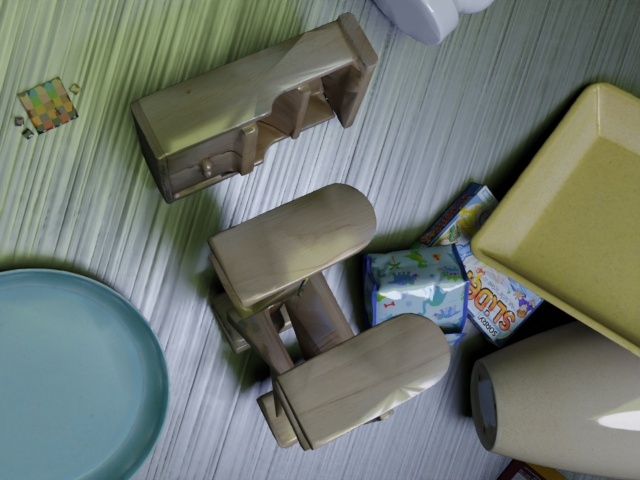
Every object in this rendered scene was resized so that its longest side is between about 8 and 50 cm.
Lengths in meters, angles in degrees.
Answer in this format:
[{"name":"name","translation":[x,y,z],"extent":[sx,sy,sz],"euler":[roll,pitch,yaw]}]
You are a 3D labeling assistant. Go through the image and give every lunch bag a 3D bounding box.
[{"name":"lunch bag","translation":[0.123,0.090,1.066],"extent":[0.129,0.096,0.151],"euler":[-5,132,-3]}]

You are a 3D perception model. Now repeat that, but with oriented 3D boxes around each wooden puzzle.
[{"name":"wooden puzzle","translation":[-0.305,-0.150,0.907],"extent":[0.083,0.006,0.049],"euler":[-27,110,-13]}]

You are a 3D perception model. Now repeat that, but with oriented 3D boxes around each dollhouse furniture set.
[{"name":"dollhouse furniture set","translation":[0.000,0.000,0.880],"extent":[0.257,0.362,0.394],"euler":[-26,80,-12]}]

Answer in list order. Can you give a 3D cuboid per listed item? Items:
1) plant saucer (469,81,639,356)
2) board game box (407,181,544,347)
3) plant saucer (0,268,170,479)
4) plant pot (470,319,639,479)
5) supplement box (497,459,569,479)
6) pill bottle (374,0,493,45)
[{"name":"plant saucer","translation":[0.422,-0.010,1.078],"extent":[0.333,0.081,0.332],"euler":[33,73,20]},{"name":"board game box","translation":[0.233,0.036,1.138],"extent":[0.136,0.035,0.201],"euler":[-46,113,-6]},{"name":"plant saucer","translation":[-0.338,0.182,0.949],"extent":[0.318,0.044,0.317],"euler":[-5,104,-20]},{"name":"plant pot","translation":[0.360,0.219,1.135],"extent":[0.274,0.256,0.256],"euler":[-2,103,-6]},{"name":"supplement box","translation":[0.327,0.448,1.180],"extent":[0.129,0.191,0.194],"euler":[42,86,-23]},{"name":"pill bottle","translation":[0.183,-0.370,0.965],"extent":[0.264,0.153,0.153],"euler":[-48,113,-6]}]
